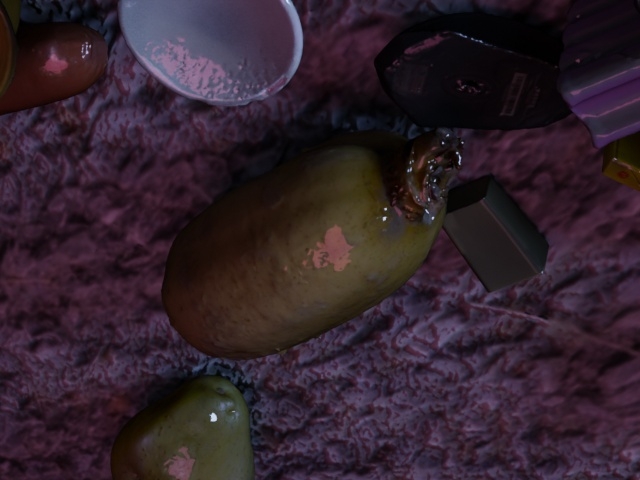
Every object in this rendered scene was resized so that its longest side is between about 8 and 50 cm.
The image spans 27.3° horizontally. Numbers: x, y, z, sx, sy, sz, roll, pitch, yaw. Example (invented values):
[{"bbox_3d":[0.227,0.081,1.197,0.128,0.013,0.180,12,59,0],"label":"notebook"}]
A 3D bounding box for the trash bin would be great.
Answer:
[{"bbox_3d":[0.150,-0.007,1.153,0.061,0.043,0.092,-22,118,34],"label":"trash bin"}]

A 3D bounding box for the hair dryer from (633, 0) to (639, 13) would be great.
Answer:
[{"bbox_3d":[0.167,-0.273,0.775,0.302,0.244,0.116,38,128,2],"label":"hair dryer"}]

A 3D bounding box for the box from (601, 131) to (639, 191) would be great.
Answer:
[{"bbox_3d":[0.294,-0.053,1.028,0.155,0.087,0.023,24,138,-5],"label":"box"}]

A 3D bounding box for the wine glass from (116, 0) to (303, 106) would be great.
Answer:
[{"bbox_3d":[-0.053,-0.204,0.927,0.165,0.196,0.165,11,133,11],"label":"wine glass"}]

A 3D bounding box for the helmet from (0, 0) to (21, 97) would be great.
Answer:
[{"bbox_3d":[-0.343,-0.205,1.058,0.257,0.140,0.205,4,132,13],"label":"helmet"}]

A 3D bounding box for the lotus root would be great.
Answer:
[{"bbox_3d":[0.000,0.000,1.114,0.343,0.169,0.151,-27,94,39],"label":"lotus root"}]

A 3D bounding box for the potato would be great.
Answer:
[{"bbox_3d":[-0.137,0.226,1.409,0.157,0.157,0.194,24,122,-5],"label":"potato"}]

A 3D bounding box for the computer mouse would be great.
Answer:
[{"bbox_3d":[0.126,-0.133,1.034,0.172,0.057,0.099,9,134,-6],"label":"computer mouse"}]

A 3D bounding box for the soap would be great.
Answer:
[{"bbox_3d":[0.268,-0.152,0.920,0.203,0.122,0.065,-22,123,35],"label":"soap"}]

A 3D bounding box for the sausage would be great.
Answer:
[{"bbox_3d":[-0.268,-0.146,1.136,0.194,0.077,0.077,-9,129,26],"label":"sausage"}]
